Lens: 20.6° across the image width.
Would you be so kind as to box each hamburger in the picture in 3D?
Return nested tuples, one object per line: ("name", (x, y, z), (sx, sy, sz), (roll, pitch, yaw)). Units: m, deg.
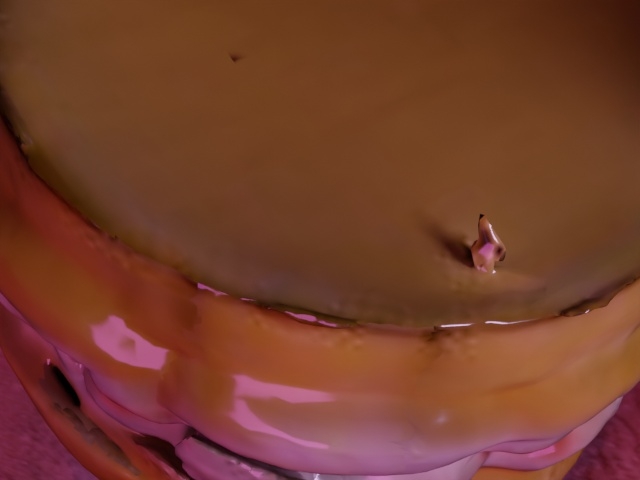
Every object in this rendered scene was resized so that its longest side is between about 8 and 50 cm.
("hamburger", (0.000, 0.000, 0.649), (0.276, 0.276, 0.237), (18, 138, 4))
